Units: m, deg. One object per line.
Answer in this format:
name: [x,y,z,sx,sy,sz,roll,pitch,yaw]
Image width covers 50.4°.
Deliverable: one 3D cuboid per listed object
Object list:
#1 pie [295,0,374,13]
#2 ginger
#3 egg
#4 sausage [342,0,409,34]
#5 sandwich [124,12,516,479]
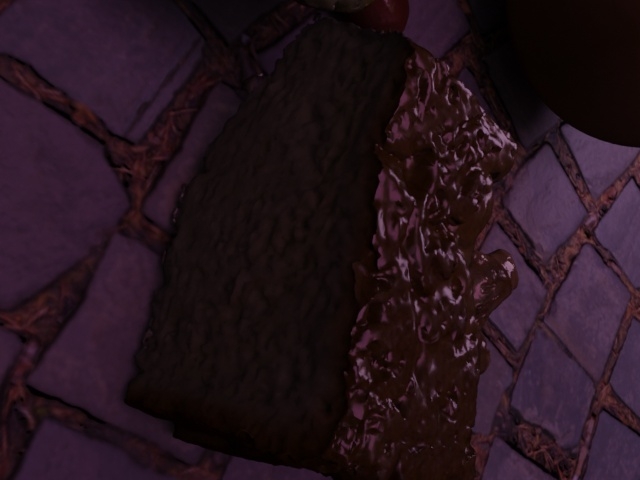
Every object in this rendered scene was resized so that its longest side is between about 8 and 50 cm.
pie: [-0.055,-0.269,0.544,0.248,0.090,0.201,24,33,0]
ginger: [0.118,0.131,0.611,0.089,0.075,0.288,45,60,-46]
egg: [0.364,-0.289,0.768,0.301,0.301,0.374,-1,81,-35]
sausage: [0.023,-0.284,0.670,0.194,0.077,0.077,52,59,-16]
sandwich: [0.000,0.000,0.501,0.131,0.262,0.325,23,71,-36]
